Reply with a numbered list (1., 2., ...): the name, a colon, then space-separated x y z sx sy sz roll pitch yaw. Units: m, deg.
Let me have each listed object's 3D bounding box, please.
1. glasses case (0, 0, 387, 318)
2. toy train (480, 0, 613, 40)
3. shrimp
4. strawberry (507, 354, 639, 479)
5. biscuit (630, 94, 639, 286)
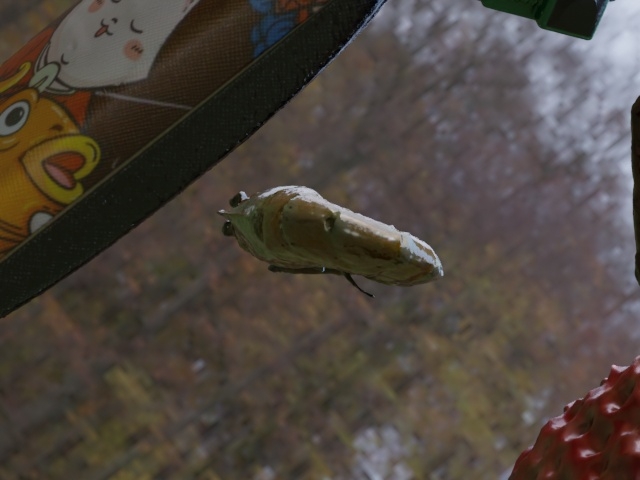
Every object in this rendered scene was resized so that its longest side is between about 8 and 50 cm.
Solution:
1. glasses case: -0.095 -0.066 0.880 0.082 0.321 0.122 50 5 -28
2. toy train: 0.208 -0.270 1.889 0.136 0.228 0.091 -105 -148 -58
3. shrimp: 0.000 0.002 1.148 0.115 0.051 0.217 31 -10 -23
4. strawberry: 0.203 0.174 1.032 0.280 0.150 0.253 -46 -123 41
5. biscuit: 0.403 -0.036 1.422 0.359 0.359 0.046 52 20 5
